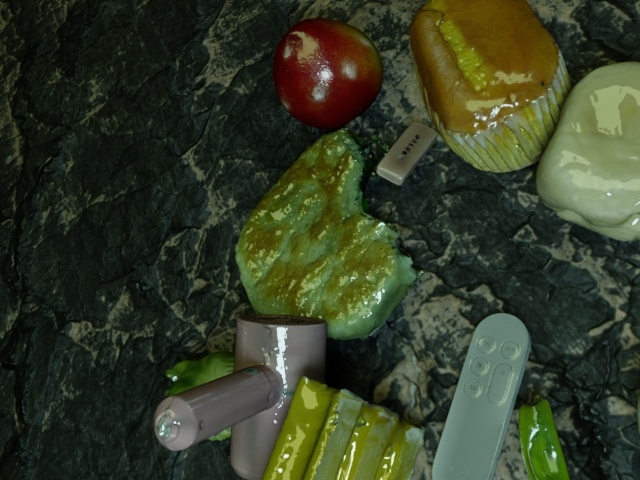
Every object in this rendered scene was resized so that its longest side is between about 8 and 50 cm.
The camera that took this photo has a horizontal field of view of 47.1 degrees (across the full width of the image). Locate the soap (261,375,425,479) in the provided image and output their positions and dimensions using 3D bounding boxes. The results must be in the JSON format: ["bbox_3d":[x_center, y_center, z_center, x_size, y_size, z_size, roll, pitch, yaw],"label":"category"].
[{"bbox_3d":[0.001,0.340,0.880,0.091,0.199,0.315,11,75,44],"label":"soap"}]

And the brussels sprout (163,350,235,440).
[{"bbox_3d":[-0.158,0.228,1.112,0.181,0.100,0.139,-9,44,50],"label":"brussels sprout"}]

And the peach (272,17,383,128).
[{"bbox_3d":[0.004,-0.276,1.195,0.197,0.197,0.197,-15,59,27],"label":"peach"}]

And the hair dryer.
[{"bbox_3d":[-0.100,0.209,0.885,0.125,0.352,0.211,4,91,22],"label":"hair dryer"}]

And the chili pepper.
[{"bbox_3d":[0.266,0.280,0.825,0.051,0.050,0.202,-19,58,6],"label":"chili pepper"}]

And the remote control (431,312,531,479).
[{"bbox_3d":[0.204,0.209,0.922,0.077,0.022,0.245,10,72,39],"label":"remote control"}]

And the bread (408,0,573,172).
[{"bbox_3d":[0.230,-0.245,1.054,0.204,0.156,0.288,-28,52,16],"label":"bread"}]

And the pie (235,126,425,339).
[{"bbox_3d":[0.000,0.000,1.133,0.296,0.078,0.371,-27,53,19],"label":"pie"}]

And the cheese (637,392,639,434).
[{"bbox_3d":[0.409,0.176,0.713,0.189,0.154,0.198,-23,49,1],"label":"cheese"}]

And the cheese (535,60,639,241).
[{"bbox_3d":[0.371,-0.105,0.903,0.218,0.117,0.235,-32,59,13],"label":"cheese"}]

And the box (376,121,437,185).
[{"bbox_3d":[0.132,-0.134,1.113,0.048,0.025,0.115,32,61,15],"label":"box"}]
